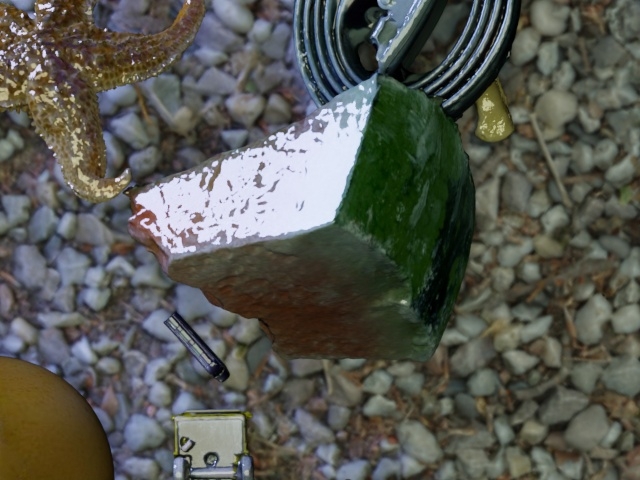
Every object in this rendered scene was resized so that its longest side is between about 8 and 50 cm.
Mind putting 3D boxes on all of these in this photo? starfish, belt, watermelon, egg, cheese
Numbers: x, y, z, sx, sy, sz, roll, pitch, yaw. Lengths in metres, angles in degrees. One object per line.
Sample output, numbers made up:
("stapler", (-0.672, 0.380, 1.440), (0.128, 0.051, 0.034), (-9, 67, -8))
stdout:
("starfish", (-0.259, -0.181, 1.793), (0.302, 0.060, 0.299), (5, 66, -4))
("belt", (0.077, -0.209, 1.820), (0.206, 0.116, 0.267), (17, 91, 9))
("watermelon", (0.009, 0.009, 1.781), (0.302, 0.264, 0.151), (-24, 56, 13))
("egg", (-0.336, 0.250, 1.789), (0.322, 0.250, 0.250), (-44, 93, 6))
("cheese", (0.156, -0.134, 1.872), (0.044, 0.030, 0.083), (-19, 91, 2))

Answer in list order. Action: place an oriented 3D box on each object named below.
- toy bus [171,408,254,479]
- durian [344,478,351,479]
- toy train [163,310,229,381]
("toy bus", (-0.099, 0.275, 1.879), (0.081, 0.074, 0.226), (-3, 94, 1))
("durian", (0.073, 0.289, 1.869), (0.148, 0.091, 0.188), (-39, 115, 1))
("toy train", (-0.118, 0.105, 1.895), (0.017, 0.017, 0.083), (-42, 94, 4))
